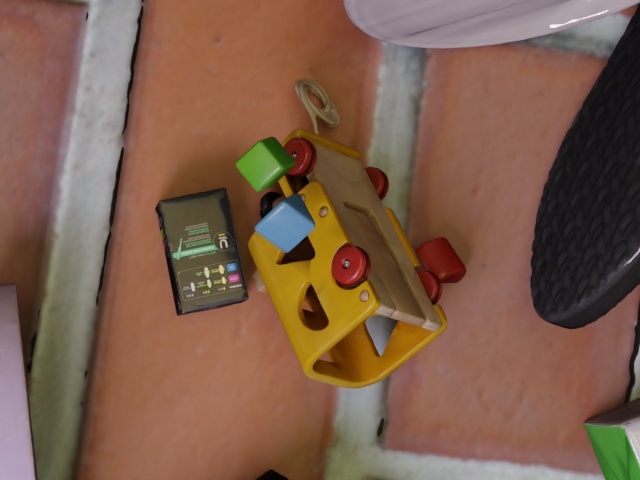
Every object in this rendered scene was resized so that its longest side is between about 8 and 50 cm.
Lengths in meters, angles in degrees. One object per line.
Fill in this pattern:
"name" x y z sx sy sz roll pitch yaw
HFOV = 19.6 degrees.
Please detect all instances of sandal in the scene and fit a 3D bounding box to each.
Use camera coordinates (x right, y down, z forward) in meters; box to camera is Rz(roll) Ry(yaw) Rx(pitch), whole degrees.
"sandal" 0.291 -0.127 1.354 0.107 0.167 0.446 28 84 -22

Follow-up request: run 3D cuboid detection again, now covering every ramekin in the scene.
"ramekin" 0.136 -0.242 1.294 0.273 0.273 0.127 -9 75 -7

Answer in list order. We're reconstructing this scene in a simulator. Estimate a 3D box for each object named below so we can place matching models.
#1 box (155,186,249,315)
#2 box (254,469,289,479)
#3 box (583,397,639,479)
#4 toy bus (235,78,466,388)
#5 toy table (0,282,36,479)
"box" -0.086 0.009 1.347 0.052 0.062 0.083 -12 88 -8
"box" -0.080 0.298 1.291 0.247 0.142 0.163 -36 90 -7
"box" 0.355 0.210 1.351 0.231 0.127 0.262 -22 89 -8
"toy bus" 0.001 0.008 1.333 0.191 0.202 0.104 45 114 -9
"toy table" -0.269 0.155 1.238 0.161 0.274 0.252 -5 131 -8
